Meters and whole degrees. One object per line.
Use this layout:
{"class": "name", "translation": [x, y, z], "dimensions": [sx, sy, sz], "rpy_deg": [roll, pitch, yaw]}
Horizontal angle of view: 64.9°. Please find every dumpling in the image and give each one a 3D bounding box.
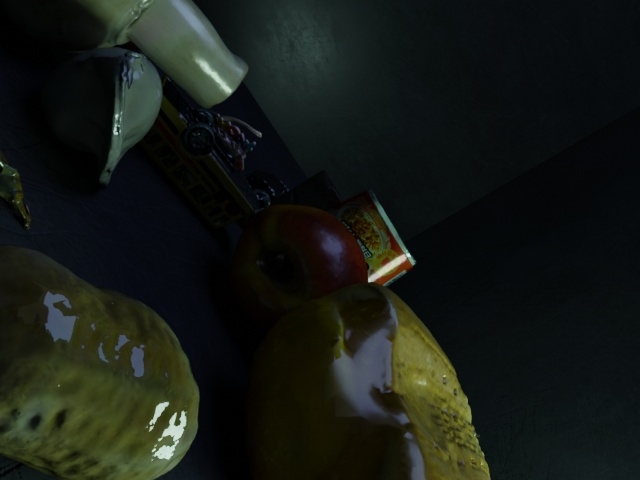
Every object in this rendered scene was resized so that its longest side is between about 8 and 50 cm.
{"class": "dumpling", "translation": [-0.270, -0.150, 0.630], "dimensions": [0.247, 0.142, 0.173], "rpy_deg": [-158, -112, -65]}

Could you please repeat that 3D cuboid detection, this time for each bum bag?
{"class": "bum bag", "translation": [-0.137, -0.150, 1.624], "dimensions": [0.142, 0.079, 0.326], "rpy_deg": [57, 8, 11]}

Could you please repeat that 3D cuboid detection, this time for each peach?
{"class": "peach", "translation": [-0.034, 0.066, 0.883], "dimensions": [0.281, 0.238, 0.281], "rpy_deg": [56, 7, -11]}

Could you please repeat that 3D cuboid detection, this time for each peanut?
{"class": "peanut", "translation": [-0.171, 0.090, 0.350], "dimensions": [0.224, 0.129, 0.129], "rpy_deg": [55, 8, -43]}

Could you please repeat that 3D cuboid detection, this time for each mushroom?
{"class": "mushroom", "translation": [-0.269, -0.384, 0.719], "dimensions": [0.356, 0.315, 0.315], "rpy_deg": [2, 56, -56]}

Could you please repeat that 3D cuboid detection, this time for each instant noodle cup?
{"class": "instant noodle cup", "translation": [0.038, 0.046, 1.156], "dimensions": [0.294, 0.307, 0.294], "rpy_deg": [58, 7, -12]}

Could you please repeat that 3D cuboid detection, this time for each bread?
{"class": "bread", "translation": [0.055, 0.261, 0.695], "dimensions": [0.394, 0.250, 0.361], "rpy_deg": [44, 28, -46]}

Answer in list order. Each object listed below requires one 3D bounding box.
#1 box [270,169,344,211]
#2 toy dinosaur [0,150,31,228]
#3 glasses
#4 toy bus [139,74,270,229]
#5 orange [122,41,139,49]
{"class": "box", "translation": [0.000, 0.000, 1.388], "dimensions": [0.297, 0.225, 0.190], "rpy_deg": [58, 9, -21]}
{"class": "toy dinosaur", "translation": [-0.299, -0.063, 0.470], "dimensions": [0.041, 0.026, 0.113], "rpy_deg": [-111, 178, -84]}
{"class": "glasses", "translation": [-0.223, -0.240, 1.039], "dimensions": [0.255, 0.095, 0.162], "rpy_deg": [23, -16, 20]}
{"class": "toy bus", "translation": [-0.210, -0.132, 0.935], "dimensions": [0.335, 0.123, 0.121], "rpy_deg": [55, 8, -32]}
{"class": "orange", "translation": [-0.399, -0.483, 1.058], "dimensions": [0.156, 0.124, 0.156], "rpy_deg": [59, 4, -7]}
